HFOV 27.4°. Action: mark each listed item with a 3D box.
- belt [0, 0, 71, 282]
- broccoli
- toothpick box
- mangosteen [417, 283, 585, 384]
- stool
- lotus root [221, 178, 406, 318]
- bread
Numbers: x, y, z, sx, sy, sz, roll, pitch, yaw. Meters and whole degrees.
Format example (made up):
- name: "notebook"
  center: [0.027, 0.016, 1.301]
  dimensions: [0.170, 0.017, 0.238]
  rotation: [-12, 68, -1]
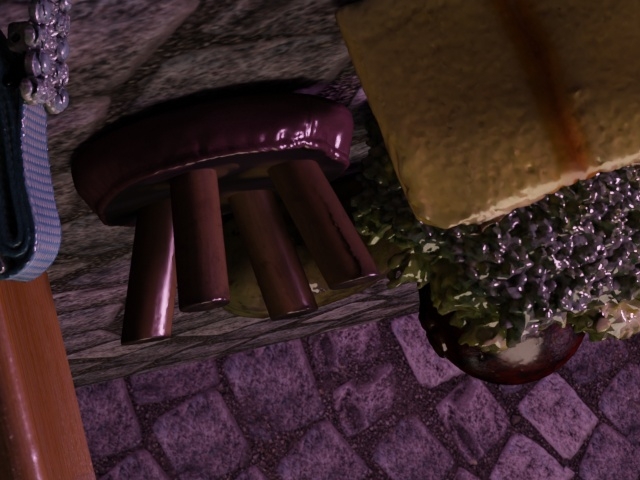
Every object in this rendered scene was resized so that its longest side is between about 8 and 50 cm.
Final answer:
- name: "belt"
  center: [-0.189, -0.066, 0.810]
  dimensions: [0.100, 0.179, 0.065]
  rotation: [-14, 175, 6]
- name: "broccoli"
  center: [0.225, -0.025, 1.354]
  dimensions: [0.338, 0.277, 0.317]
  rotation: [-19, 167, 11]
- name: "toothpick box"
  center: [-0.304, 0.078, 1.070]
  dimensions: [0.187, 0.308, 0.190]
  rotation: [-16, 172, 5]
- name: "mangosteen"
  center: [0.299, 0.077, 2.068]
  dimensions: [0.311, 0.311, 0.311]
  rotation: [-15, 170, -3]
- name: "stool"
  center: [-0.085, -0.018, 1.232]
  dimensions: [0.272, 0.179, 0.272]
  rotation: [-13, 170, -2]
- name: "lotus root"
  center: [0.000, 0.000, 1.557]
  dimensions: [0.309, 0.173, 0.173]
  rotation: [-20, 171, -12]
- name: "bread"
  center: [0.176, -0.122, 1.055]
  dimensions: [0.263, 0.198, 0.236]
  rotation: [-19, 176, 9]
